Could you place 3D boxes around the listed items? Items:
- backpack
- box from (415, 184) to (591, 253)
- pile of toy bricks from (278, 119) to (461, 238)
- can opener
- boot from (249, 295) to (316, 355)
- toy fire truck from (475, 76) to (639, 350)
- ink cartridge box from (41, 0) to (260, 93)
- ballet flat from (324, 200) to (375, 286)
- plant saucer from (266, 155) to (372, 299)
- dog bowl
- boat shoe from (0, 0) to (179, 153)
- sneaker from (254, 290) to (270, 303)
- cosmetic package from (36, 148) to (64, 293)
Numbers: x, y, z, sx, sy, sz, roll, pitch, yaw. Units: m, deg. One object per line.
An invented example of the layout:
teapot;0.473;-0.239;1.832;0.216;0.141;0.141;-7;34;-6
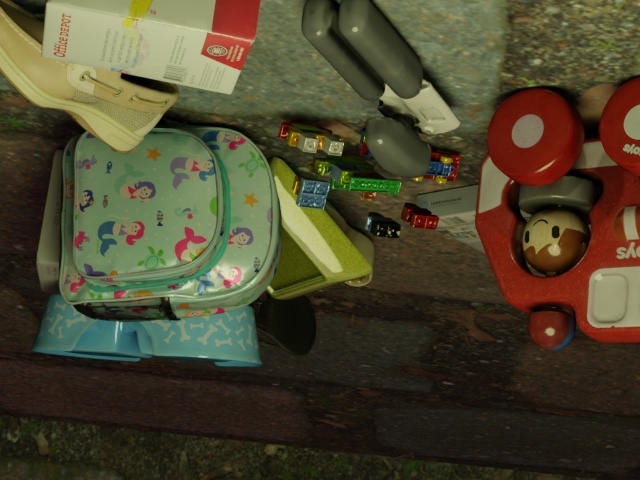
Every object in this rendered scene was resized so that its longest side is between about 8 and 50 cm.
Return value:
backpack;-0.169;-0.024;1.943;0.254;0.225;0.191;1;166;-2
box;0.230;-0.021;2.105;0.145;0.038;0.186;-9;156;42
pile of toy bricks;0.041;-0.077;1.924;0.212;0.118;0.105;6;-163;-27
can opener;0.062;-0.144;1.682;0.076;0.095;0.283;-2;161;24
boot;-0.157;0.105;2.609;0.229;0.091;0.263;-1;158;42
toy fire truck;0.294;-0.016;1.733;0.302;0.253;0.169;-5;159;32
ink cartridge box;-0.144;-0.219;1.465;0.176;0.127;0.128;10;163;-10
ballet flat;0.000;0.000;2.188;0.086;0.086;0.248;-4;160;31
plant saucer;-0.053;-0.001;2.102;0.188;0.045;0.188;50;147;-13
dog bowl;-0.210;0.109;2.081;0.297;0.074;0.166;2;172;24
boat shoe;-0.246;-0.184;1.693;0.098;0.109;0.302;-40;148;9
sneaker;-0.145;0.057;2.380;0.147;0.104;0.296;17;157;-13
cosmetic package;-0.252;-0.010;2.135;0.184;0.151;0.151;7;163;-4
